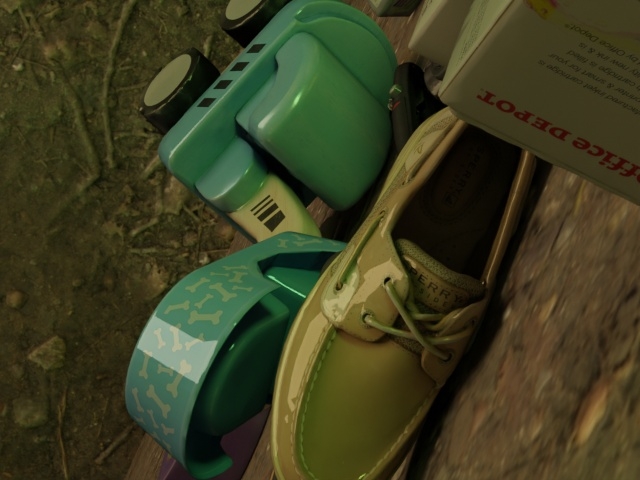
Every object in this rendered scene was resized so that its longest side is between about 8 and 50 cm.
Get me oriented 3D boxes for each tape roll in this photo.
[{"bbox_3d":[-0.124,0.222,1.479,0.189,0.080,0.189,-157,90,-81],"label":"tape roll"}]

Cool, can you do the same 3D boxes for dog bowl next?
[{"bbox_3d":[-0.054,0.082,1.010,0.297,0.074,0.166,-27,-43,-60],"label":"dog bowl"}]

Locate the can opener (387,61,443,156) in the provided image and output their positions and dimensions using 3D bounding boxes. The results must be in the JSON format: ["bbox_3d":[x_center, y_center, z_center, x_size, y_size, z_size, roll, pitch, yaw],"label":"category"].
[{"bbox_3d":[0.091,-0.120,1.154,0.073,0.059,0.186,-59,11,36],"label":"can opener"}]

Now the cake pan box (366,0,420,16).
[{"bbox_3d":[0.085,-0.444,1.490,0.070,0.267,0.246,-11,-34,-43],"label":"cake pan box"}]

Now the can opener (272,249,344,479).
[{"bbox_3d":[0.000,0.120,0.893,0.076,0.095,0.283,-16,32,24],"label":"can opener"}]

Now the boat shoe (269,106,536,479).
[{"bbox_3d":[0.058,0.035,0.792,0.302,0.109,0.098,-62,6,-14],"label":"boat shoe"}]

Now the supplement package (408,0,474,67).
[{"bbox_3d":[0.164,-0.181,0.618,0.244,0.134,0.139,130,162,-61],"label":"supplement package"}]

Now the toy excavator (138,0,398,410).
[{"bbox_3d":[-0.052,-0.065,1.348,0.433,0.222,0.445,-48,30,0],"label":"toy excavator"}]

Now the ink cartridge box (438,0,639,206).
[{"bbox_3d":[0.147,-0.104,0.528,0.175,0.127,0.072,-52,15,57],"label":"ink cartridge box"}]

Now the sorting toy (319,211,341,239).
[{"bbox_3d":[0.000,0.000,1.462,0.075,0.045,0.083,-61,8,-12],"label":"sorting toy"}]

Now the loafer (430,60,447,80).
[{"bbox_3d":[0.167,-0.247,0.973,0.109,0.095,0.302,137,152,-62],"label":"loafer"}]
